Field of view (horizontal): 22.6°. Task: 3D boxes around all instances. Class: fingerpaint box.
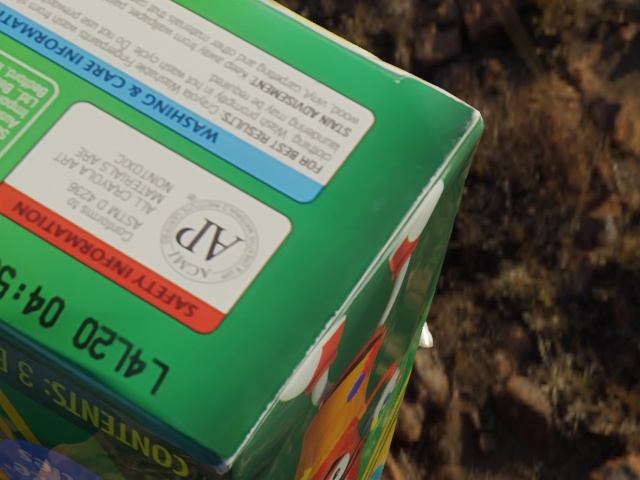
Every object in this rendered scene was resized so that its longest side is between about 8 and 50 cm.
[{"bbox_3d":[-0.188,0.002,0.676,0.445,0.371,0.163,30,61,12],"label":"fingerpaint box"}]

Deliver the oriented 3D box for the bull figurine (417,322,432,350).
[{"bbox_3d":[0.000,0.000,1.114,0.101,0.310,0.188,-10,90,20],"label":"bull figurine"}]
